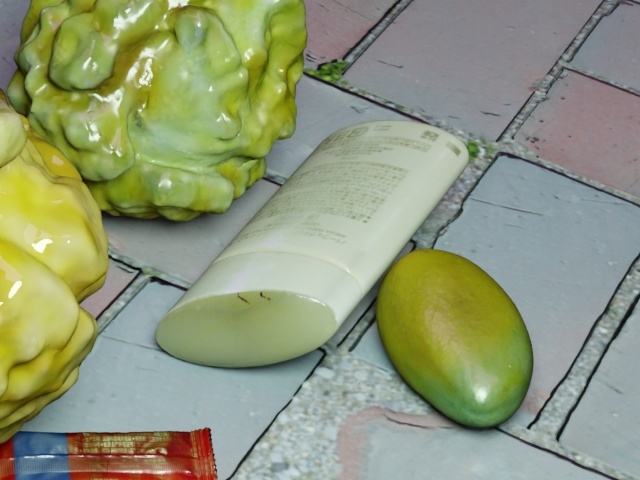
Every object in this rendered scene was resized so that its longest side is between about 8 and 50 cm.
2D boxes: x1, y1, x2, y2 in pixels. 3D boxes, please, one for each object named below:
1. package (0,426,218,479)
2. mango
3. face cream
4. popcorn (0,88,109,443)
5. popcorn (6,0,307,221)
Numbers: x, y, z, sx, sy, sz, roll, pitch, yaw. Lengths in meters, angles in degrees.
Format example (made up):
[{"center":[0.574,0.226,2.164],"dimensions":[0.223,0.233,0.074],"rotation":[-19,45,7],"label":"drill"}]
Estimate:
[{"center":[-0.186,0.185,1.620],"dimensions":[0.200,0.022,0.083],"rotation":[1,38,-12],"label":"package"},{"center":[0.122,0.089,1.761],"dimensions":[0.130,0.092,0.194],"rotation":[-2,42,-16],"label":"mango"},{"center":[0.000,0.000,1.830],"dimensions":[0.174,0.081,0.348],"rotation":[-2,30,30],"label":"face cream"},{"center":[-0.356,0.016,1.562],"dimensions":[0.344,0.354,0.390],"rotation":[-37,12,-20],"label":"popcorn"},{"center":[-0.142,-0.165,1.868],"dimensions":[0.274,0.279,0.335],"rotation":[-10,18,47],"label":"popcorn"}]
